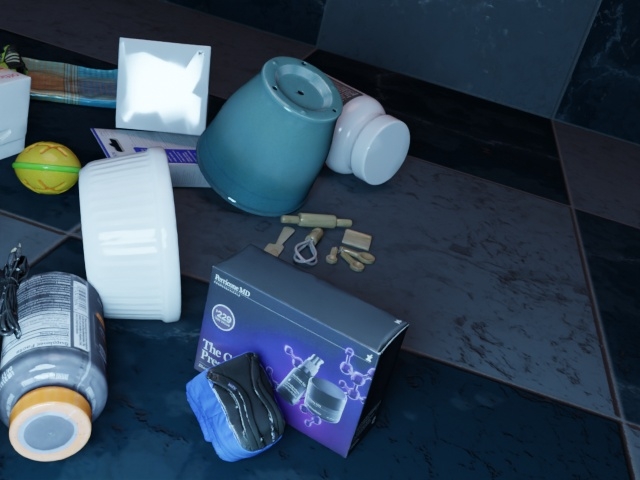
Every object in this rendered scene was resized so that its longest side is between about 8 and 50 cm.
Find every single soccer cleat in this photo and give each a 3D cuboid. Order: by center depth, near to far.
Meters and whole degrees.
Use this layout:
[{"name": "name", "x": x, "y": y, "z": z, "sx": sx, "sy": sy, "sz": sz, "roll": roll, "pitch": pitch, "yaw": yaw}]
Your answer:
[{"name": "soccer cleat", "x": -0.761, "y": -0.432, "z": 1.862, "sx": 0.072, "sy": 0.060, "sz": 0.179, "roll": 14, "pitch": 32, "yaw": -20}]

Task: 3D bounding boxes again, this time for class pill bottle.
[{"name": "pill bottle", "x": -0.330, "y": 0.154, "z": 0.927, "sx": 0.130, "sy": 0.130, "sz": 0.245, "roll": 5, "pitch": 28, "yaw": -21}, {"name": "pill bottle", "x": 0.037, "y": -0.296, "z": 1.923, "sx": 0.363, "sy": 0.210, "sz": 0.210, "roll": 35, "pitch": 32, "yaw": 34}]

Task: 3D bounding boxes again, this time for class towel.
[{"name": "towel", "x": -0.687, "y": -0.418, "z": 1.961, "sx": 0.370, "sy": 0.040, "sz": 0.271, "roll": 4, "pitch": 28, "yaw": -23}]

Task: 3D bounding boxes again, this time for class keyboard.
[{"name": "keyboard", "x": -0.388, "y": 0.129, "z": 0.876, "sx": 0.033, "sy": 0.201, "sz": 0.317, "roll": 23, "pitch": 21, "yaw": -30}]

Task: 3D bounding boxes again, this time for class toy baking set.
[{"name": "toy baking set", "x": -0.001, "y": -0.003, "z": 1.529, "sx": 0.256, "sy": 0.030, "sz": 0.197, "roll": 6, "pitch": 28, "yaw": -19}]

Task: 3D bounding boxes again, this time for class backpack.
[{"name": "backpack", "x": -0.107, "y": 0.218, "z": 0.962, "sx": 0.098, "sy": 0.101, "sz": 0.120, "roll": -20, "pitch": 75, "yaw": -44}]

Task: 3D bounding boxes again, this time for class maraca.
[{"name": "maraca", "x": -0.525, "y": -0.139, "z": 1.441, "sx": 0.127, "sy": 0.099, "sz": 0.186, "roll": 7, "pitch": 1, "yaw": -29}]

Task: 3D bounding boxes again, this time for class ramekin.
[{"name": "ramekin", "x": -0.287, "y": -0.005, "z": 1.128, "sx": 0.127, "sy": 0.273, "sz": 0.273, "roll": -5, "pitch": 31, "yaw": -16}]

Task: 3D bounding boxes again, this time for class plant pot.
[{"name": "plant pot", "x": -0.090, "y": -0.232, "z": 1.577, "sx": 0.272, "sy": 0.255, "sz": 0.271, "roll": 18, "pitch": 47, "yaw": -21}]

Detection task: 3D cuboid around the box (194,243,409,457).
[{"name": "box", "x": -0.033, "y": 0.147, "z": 1.041, "sx": 0.261, "sy": 0.184, "sz": 0.103, "roll": 25, "pitch": 27, "yaw": 20}]

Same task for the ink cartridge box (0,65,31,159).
[{"name": "ink cartridge box", "x": -0.730, "y": -0.271, "z": 1.498, "sx": 0.233, "sy": 0.168, "sz": 0.171, "roll": 21, "pitch": 26, "yaw": 9}]

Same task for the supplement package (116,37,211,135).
[{"name": "supplement package", "x": -0.359, "y": -0.360, "z": 1.755, "sx": 0.198, "sy": 0.199, "sz": 0.262, "roll": 4, "pitch": 12, "yaw": -9}]

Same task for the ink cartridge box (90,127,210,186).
[{"name": "ink cartridge box", "x": -0.310, "y": -0.183, "z": 1.675, "sx": 0.371, "sy": 0.069, "sz": 0.176, "roll": 1, "pitch": 30, "yaw": -32}]
